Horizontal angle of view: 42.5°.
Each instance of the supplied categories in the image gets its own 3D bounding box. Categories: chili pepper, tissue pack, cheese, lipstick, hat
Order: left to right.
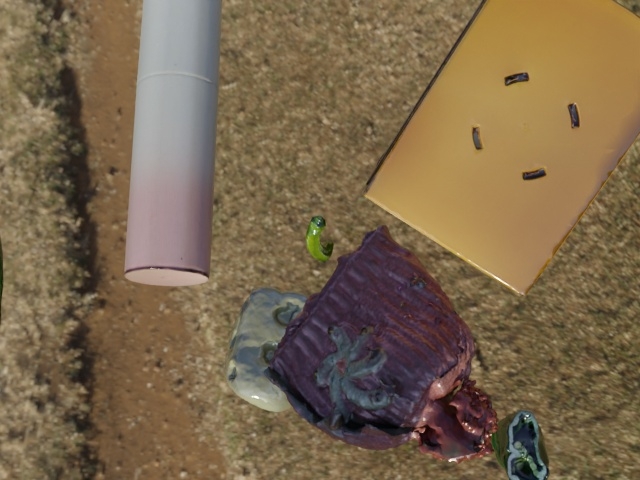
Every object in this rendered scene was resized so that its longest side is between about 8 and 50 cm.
[{"bbox_3d":[-0.152,-0.120,0.866,0.087,0.087,0.327,-9,72,34],"label":"lipstick"},{"bbox_3d":[-0.116,0.260,1.735,0.248,0.173,0.251,111,169,-55],"label":"cheese"},{"bbox_3d":[0.001,0.000,0.704,0.017,0.083,0.030,34,74,17],"label":"chili pepper"},{"bbox_3d":[0.080,0.143,0.935,0.286,0.107,0.237,42,100,29],"label":"hat"},{"bbox_3d":[0.193,-0.119,0.833,0.194,0.145,0.275,33,100,-3],"label":"tissue pack"},{"bbox_3d":[0.379,0.394,1.565,0.099,0.270,0.136,-22,77,6],"label":"chili pepper"}]

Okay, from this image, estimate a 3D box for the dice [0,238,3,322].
[{"bbox_3d":[-0.594,0.047,1.042,0.300,0.287,0.297,36,118,37],"label":"dice"}]

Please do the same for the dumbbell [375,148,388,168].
[{"bbox_3d":[0.134,-0.086,1.188,0.099,0.208,0.099,-2,83,19],"label":"dumbbell"}]
